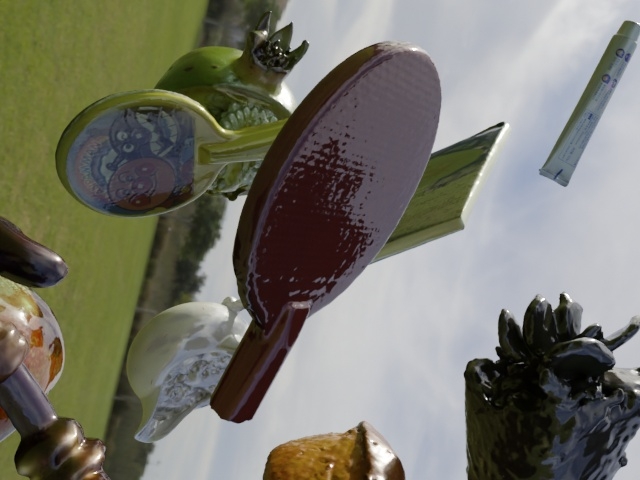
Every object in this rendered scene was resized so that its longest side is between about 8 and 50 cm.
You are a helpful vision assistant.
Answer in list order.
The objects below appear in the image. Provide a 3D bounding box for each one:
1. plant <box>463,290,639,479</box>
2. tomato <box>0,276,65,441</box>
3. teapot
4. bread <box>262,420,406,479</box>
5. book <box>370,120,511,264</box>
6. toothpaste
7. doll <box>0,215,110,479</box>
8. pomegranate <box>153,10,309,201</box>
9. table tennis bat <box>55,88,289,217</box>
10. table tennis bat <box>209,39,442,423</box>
[{"bbox_3d":[0.281,0.196,0.938,0.188,0.199,0.276,39,-54,53],"label":"plant"},{"bbox_3d":[-0.439,0.133,0.867,0.223,0.270,0.270,62,0,-16],"label":"tomato"},{"bbox_3d":[-0.192,0.186,1.203,0.298,0.204,0.139,-44,-138,13],"label":"teapot"},{"bbox_3d":[0.012,0.350,0.816,0.312,0.172,0.312,-178,-90,-88],"label":"bread"},{"bbox_3d":[0.160,-0.071,1.243,0.264,0.031,0.379,-22,-162,32],"label":"book"},{"bbox_3d":[0.345,-0.174,0.966,0.218,0.052,0.033,-65,-154,7],"label":"toothpaste"},{"bbox_3d":[-0.237,0.126,0.445,0.318,0.209,0.340,-17,-94,45],"label":"doll"},{"bbox_3d":[-0.142,-0.220,1.266,0.341,0.260,0.260,-48,-156,28],"label":"pomegranate"},{"bbox_3d":[-0.188,-0.125,1.095,0.224,0.368,0.054,99,-25,-45],"label":"table tennis bat"},{"bbox_3d":[0.000,0.000,0.752,0.268,0.051,0.415,4,116,-59],"label":"table tennis bat"}]
